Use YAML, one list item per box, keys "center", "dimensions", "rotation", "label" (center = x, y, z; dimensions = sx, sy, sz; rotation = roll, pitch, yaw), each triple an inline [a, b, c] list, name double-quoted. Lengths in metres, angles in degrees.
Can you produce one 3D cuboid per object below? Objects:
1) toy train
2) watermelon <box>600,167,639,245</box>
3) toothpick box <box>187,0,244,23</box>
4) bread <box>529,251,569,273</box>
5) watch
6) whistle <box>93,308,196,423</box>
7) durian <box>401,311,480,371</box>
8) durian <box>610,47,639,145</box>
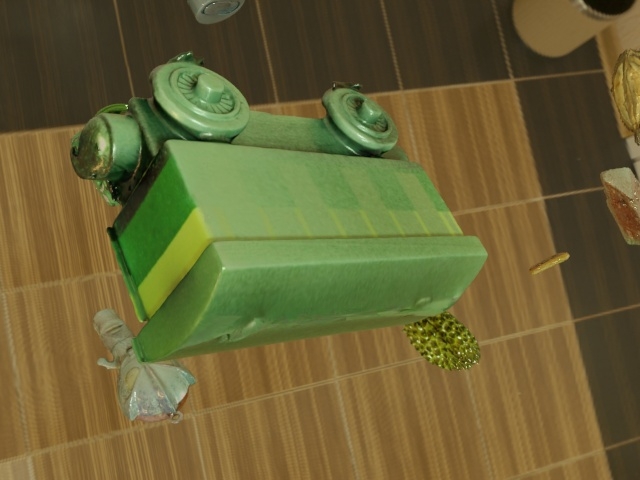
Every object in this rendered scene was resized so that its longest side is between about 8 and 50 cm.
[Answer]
- center: [-0.023, -0.024, 0.513]
  dimensions: [0.301, 0.120, 0.202]
  rotation: [-1, 55, -43]
  label: "toy train"
- center: [0.715, -0.087, 1.595]
  dimensions: [0.241, 0.095, 0.154]
  rotation: [44, 39, -45]
  label: "watermelon"
- center: [-0.217, -0.493, 1.256]
  dimensions: [0.101, 0.101, 0.153]
  rotation: [-25, 85, -19]
  label: "toothpick box"
- center: [0.588, 0.058, 1.757]
  dimensions: [0.110, 0.110, 0.024]
  rotation: [-25, 82, -19]
  label: "bread"
- center: [-0.377, -0.166, 1.297]
  dimensions: [0.152, 0.131, 0.165]
  rotation: [-36, 94, -25]
  label: "watch"
- center: [-0.376, 0.261, 1.409]
  dimensions: [0.142, 0.133, 0.346]
  rotation: [-45, 51, -9]
  label: "whistle"
- center: [0.193, 0.155, 1.163]
  dimensions: [0.215, 0.100, 0.086]
  rotation: [41, 93, -9]
  label: "durian"
- center: [0.473, -0.208, 0.981]
  dimensions: [0.071, 0.110, 0.140]
  rotation: [-6, 90, 4]
  label: "durian"
